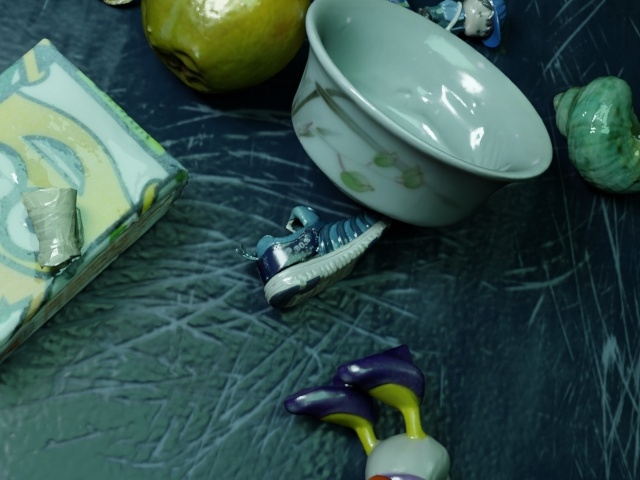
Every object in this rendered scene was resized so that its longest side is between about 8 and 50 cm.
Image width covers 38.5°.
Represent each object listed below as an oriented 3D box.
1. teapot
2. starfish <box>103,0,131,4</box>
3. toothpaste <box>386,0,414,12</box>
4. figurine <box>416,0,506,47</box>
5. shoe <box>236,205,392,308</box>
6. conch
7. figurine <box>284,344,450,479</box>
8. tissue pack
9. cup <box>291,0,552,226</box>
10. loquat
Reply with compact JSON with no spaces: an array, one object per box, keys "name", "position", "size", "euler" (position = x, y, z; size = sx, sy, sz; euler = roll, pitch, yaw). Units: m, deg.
[{"name":"teapot","position":[-0.271,-0.012,0.943],"size":[0.067,0.057,0.083],"euler":[1,79,-58]},{"name":"starfish","position":[-0.275,-0.389,1.221],"size":[0.210,0.053,0.150],"euler":[33,77,-10]},{"name":"toothpaste","position":[0.079,-0.374,1.326],"size":[0.096,0.061,0.266],"euler":[-15,71,-21]},{"name":"figurine","position":[0.206,-0.326,1.346],"size":[0.136,0.077,0.079],"euler":[-3,37,-4]},{"name":"shoe","position":[0.000,0.000,1.141],"size":[0.207,0.091,0.106],"euler":[-26,74,-29]},{"name":"conch","position":[0.419,-0.151,1.319],"size":[0.176,0.122,0.188],"euler":[-20,80,-45]},{"name":"figurine","position":[0.094,0.331,1.032],"size":[0.193,0.154,0.420],"euler":[22,50,-50]},{"name":"tissue pack","position":[-0.337,-0.037,1.021],"size":[0.228,0.128,0.311],"euler":[43,64,-2]},{"name":"cup","position":[0.101,-0.142,1.150],"size":[0.347,0.163,0.347],"euler":[23,35,-17]},{"name":"loquat","position":[-0.106,-0.304,1.148],"size":[0.213,0.213,0.246],"euler":[35,73,-4]}]
